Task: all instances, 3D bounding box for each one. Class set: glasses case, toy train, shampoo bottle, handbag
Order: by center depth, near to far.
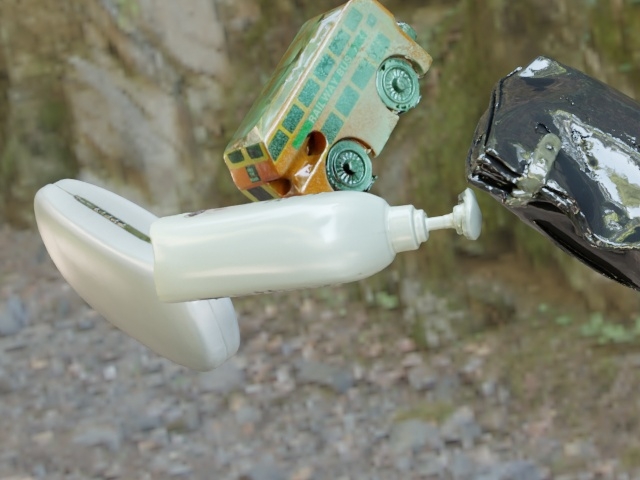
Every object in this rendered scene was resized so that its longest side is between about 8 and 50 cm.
[{"bbox_3d":[0.000,0.000,0.752,0.152,0.045,0.077,-6,1,14],"label":"shampoo bottle"},{"bbox_3d":[-0.132,0.021,1.127,0.059,0.092,0.233,-34,33,-23],"label":"glasses case"},{"bbox_3d":[0.007,-0.097,1.208,0.072,0.099,0.188,-18,39,60],"label":"toy train"},{"bbox_3d":[0.279,-0.033,1.502,0.342,0.152,0.288,29,19,12],"label":"handbag"}]
